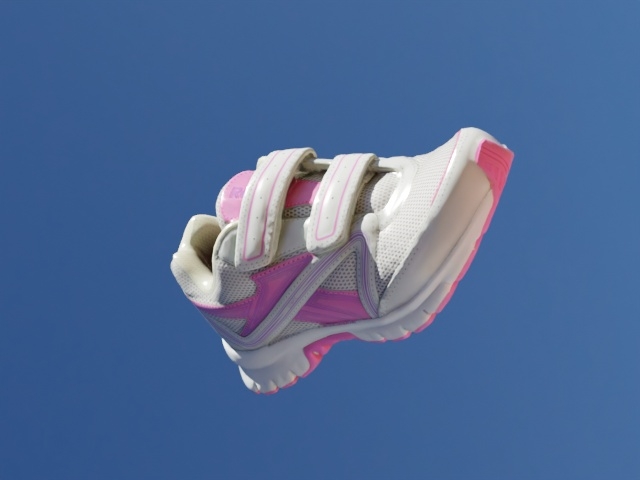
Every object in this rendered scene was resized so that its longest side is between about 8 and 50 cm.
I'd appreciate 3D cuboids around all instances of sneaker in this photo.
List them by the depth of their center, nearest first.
[{"bbox_3d":[0.000,0.000,0.859,0.111,0.252,0.103,41,-136,-18],"label":"sneaker"}]
